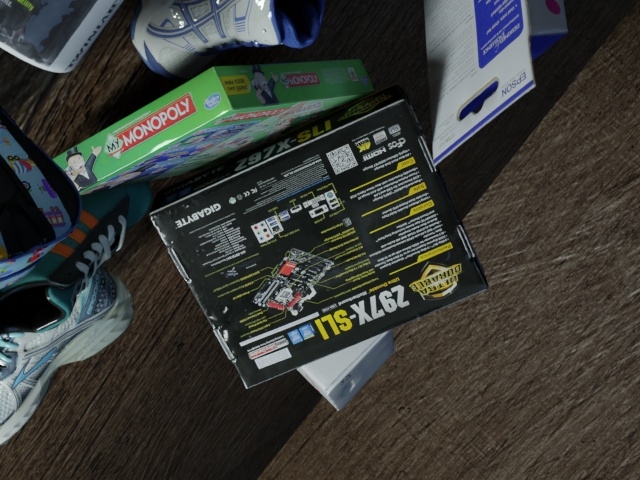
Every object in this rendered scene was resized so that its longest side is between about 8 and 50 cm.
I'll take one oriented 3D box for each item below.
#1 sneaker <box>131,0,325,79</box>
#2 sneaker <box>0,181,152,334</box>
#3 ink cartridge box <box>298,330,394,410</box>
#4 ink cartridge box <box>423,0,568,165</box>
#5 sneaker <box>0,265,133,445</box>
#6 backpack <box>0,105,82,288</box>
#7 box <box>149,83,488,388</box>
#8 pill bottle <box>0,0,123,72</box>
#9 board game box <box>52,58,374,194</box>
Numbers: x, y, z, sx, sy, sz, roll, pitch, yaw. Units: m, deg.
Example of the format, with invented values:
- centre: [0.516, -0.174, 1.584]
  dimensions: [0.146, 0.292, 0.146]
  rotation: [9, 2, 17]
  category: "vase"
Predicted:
- centre: [-0.071, -0.207, 0.860]
  dimensions: [0.112, 0.131, 0.296]
  rotation: [-33, 177, -38]
  category: "sneaker"
- centre: [-0.272, 0.026, 0.991]
  dimensions: [0.302, 0.121, 0.108]
  rotation: [-36, 159, -39]
  category: "sneaker"
- centre: [-0.046, 0.078, 1.356]
  dimensions: [0.131, 0.306, 0.226]
  rotation: [-46, 166, -7]
  category: "ink cartridge box"
- centre: [0.186, -0.273, 1.079]
  dimensions: [0.176, 0.069, 0.371]
  rotation: [-40, -139, 52]
  category: "ink cartridge box"
- centre: [-0.351, 0.119, 1.094]
  dimensions: [0.283, 0.110, 0.122]
  rotation: [-46, 146, -16]
  category: "sneaker"
- centre: [-0.281, -0.027, 0.751]
  dimensions: [0.158, 0.173, 0.117]
  rotation: [-30, 157, -48]
  category: "backpack"
- centre: [0.000, 0.000, 1.131]
  dimensions: [0.322, 0.257, 0.079]
  rotation: [-24, -157, 8]
  category: "box"
- centre: [-0.153, -0.245, 0.647]
  dimensions: [0.245, 0.130, 0.130]
  rotation: [-50, 164, 11]
  category: "pill bottle"
- centre: [-0.099, -0.125, 1.028]
  dimensions: [0.213, 0.046, 0.317]
  rotation: [-24, 179, 28]
  category: "board game box"
